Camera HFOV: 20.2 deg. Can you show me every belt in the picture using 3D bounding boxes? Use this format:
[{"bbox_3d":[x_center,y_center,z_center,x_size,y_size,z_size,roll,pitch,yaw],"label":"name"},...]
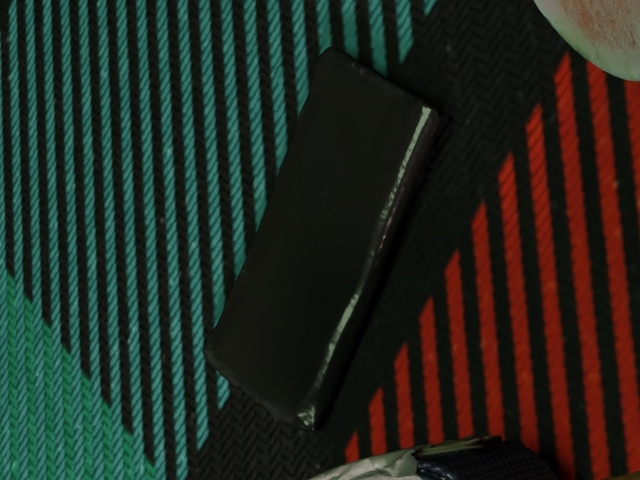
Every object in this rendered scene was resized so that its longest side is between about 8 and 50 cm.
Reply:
[{"bbox_3d":[0.061,0.211,1.232,0.230,0.126,0.140,-29,75,40],"label":"belt"}]

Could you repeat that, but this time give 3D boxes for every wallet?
[{"bbox_3d":[-0.001,0.000,1.406,0.146,0.030,0.285,35,110,41],"label":"wallet"}]

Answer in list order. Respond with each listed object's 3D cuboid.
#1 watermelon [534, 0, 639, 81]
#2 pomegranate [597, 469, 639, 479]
[{"bbox_3d":[0.236,-0.243,1.129,0.188,0.175,0.322,139,137,-79],"label":"watermelon"},{"bbox_3d":[0.198,0.266,0.931,0.338,0.338,0.338,-10,76,46],"label":"pomegranate"}]
